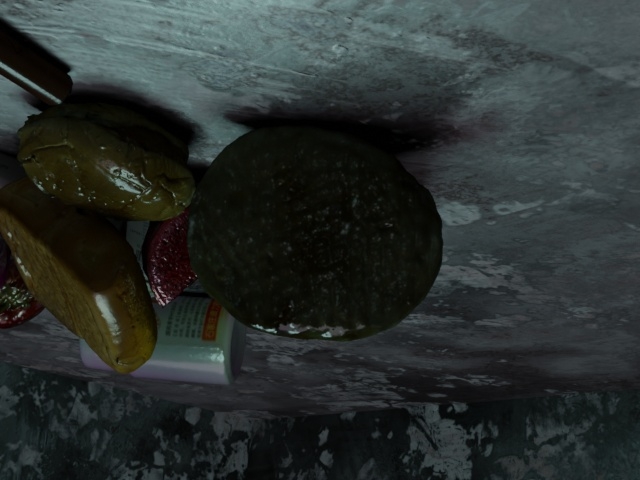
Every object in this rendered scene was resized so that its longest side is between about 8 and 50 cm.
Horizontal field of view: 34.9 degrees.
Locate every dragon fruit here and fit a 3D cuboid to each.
[{"bbox_3d":[-0.226,-0.022,1.827,0.261,0.163,0.189,-37,150,0],"label":"dragon fruit"}]

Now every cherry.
[{"bbox_3d":[-0.740,0.124,2.413,0.175,0.192,0.250,49,173,2],"label":"cherry"}]

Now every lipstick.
[{"bbox_3d":[-0.463,-0.276,1.343,0.057,0.057,0.356,-5,159,29],"label":"lipstick"}]

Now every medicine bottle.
[{"bbox_3d":[-0.396,0.246,2.586,0.388,0.219,0.219,3,161,8],"label":"medicine bottle"}]

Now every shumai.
[{"bbox_3d":[0.000,0.000,1.659,0.397,0.324,0.323,9,176,6],"label":"shumai"}]

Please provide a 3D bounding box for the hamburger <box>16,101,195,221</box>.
[{"bbox_3d":[-0.315,-0.121,1.633,0.211,0.132,0.309,-6,156,38],"label":"hamburger"}]

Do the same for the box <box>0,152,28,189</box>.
[{"bbox_3d":[-0.606,-0.122,1.843,0.130,0.051,0.129,20,157,-36],"label":"box"}]

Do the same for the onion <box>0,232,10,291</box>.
[{"bbox_3d":[-0.792,0.028,2.081,0.256,0.272,0.230,-36,144,8],"label":"onion"}]

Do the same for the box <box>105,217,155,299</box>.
[{"bbox_3d":[-0.444,0.042,2.123,0.333,0.145,0.173,-10,156,42],"label":"box"}]

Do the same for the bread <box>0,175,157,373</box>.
[{"bbox_3d":[-0.411,0.056,1.812,0.328,0.148,0.337,34,152,28],"label":"bread"}]
